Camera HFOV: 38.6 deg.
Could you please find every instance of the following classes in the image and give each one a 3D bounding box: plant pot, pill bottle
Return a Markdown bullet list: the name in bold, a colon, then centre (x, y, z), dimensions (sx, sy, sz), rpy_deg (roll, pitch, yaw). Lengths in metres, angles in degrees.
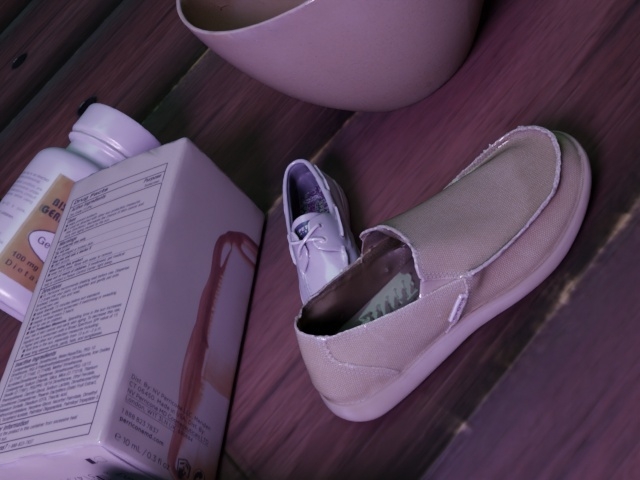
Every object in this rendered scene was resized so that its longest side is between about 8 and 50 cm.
- **plant pot**: centre (0.039, -0.227, 0.834), dimensions (0.284, 0.191, 0.284), rpy_deg (-24, 42, 23)
- **pill bottle**: centre (-0.264, -0.025, 0.963), dimensions (0.131, 0.131, 0.229), rpy_deg (13, 65, 46)

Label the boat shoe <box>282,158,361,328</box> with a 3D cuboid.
- **boat shoe**: centre (0.000, 0.000, 0.764), dimensions (0.066, 0.063, 0.184), rpy_deg (-26, 42, 22)

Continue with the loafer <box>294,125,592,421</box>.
- **loafer**: centre (0.086, 0.012, 0.654), dimensions (0.268, 0.092, 0.102), rpy_deg (-48, 39, -5)

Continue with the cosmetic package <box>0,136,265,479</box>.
- **cosmetic package**: centre (-0.159, 0.076, 0.784), dimensions (0.153, 0.129, 0.296), rpy_deg (-17, 46, 31)

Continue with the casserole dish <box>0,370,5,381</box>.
- **casserole dish**: centre (-0.253, 0.183, 0.792), dimensions (0.037, 0.114, 0.188), rpy_deg (1, 52, 8)
